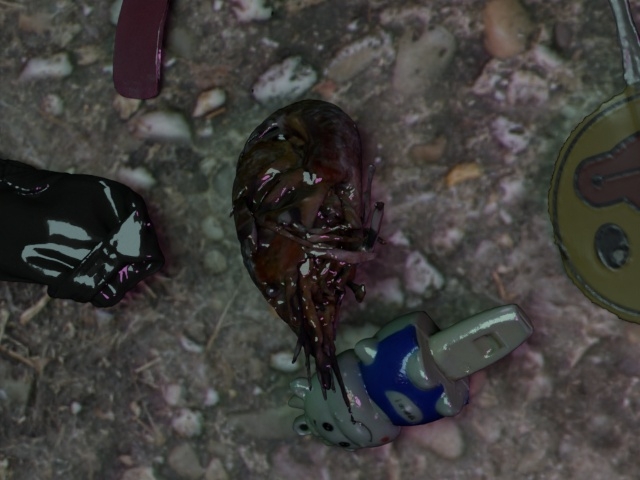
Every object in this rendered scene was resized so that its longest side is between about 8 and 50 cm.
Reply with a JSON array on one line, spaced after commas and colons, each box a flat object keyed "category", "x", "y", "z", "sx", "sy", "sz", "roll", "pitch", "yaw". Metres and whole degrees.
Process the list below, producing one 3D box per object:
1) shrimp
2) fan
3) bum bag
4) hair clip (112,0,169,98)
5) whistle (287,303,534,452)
[{"category": "shrimp", "x": -0.003, "y": 0.005, "z": 1.429, "sx": 0.145, "sy": 0.116, "sz": 0.343, "roll": -15, "pitch": 50, "yaw": 8}, {"category": "fan", "x": 0.295, "y": -0.071, "z": 1.380, "sx": 0.229, "sy": 0.011, "sz": 0.335, "roll": -14, "pitch": 93, "yaw": 26}, {"category": "bum bag", "x": -0.296, "y": -0.009, "z": 1.607, "sx": 0.326, "sy": 0.080, "sz": 0.142, "roll": 13, "pitch": 80, "yaw": 25}, {"category": "hair clip", "x": -0.177, "y": -0.211, "z": 1.615, "sx": 0.054, "sy": 0.022, "sz": 0.137, "roll": 7, "pitch": 85, "yaw": 25}, {"category": "whistle", "x": 0.076, "y": 0.122, "z": 1.427, "sx": 0.244, "sy": 0.092, "sz": 0.110, "roll": -26, "pitch": 119, "yaw": 22}]
